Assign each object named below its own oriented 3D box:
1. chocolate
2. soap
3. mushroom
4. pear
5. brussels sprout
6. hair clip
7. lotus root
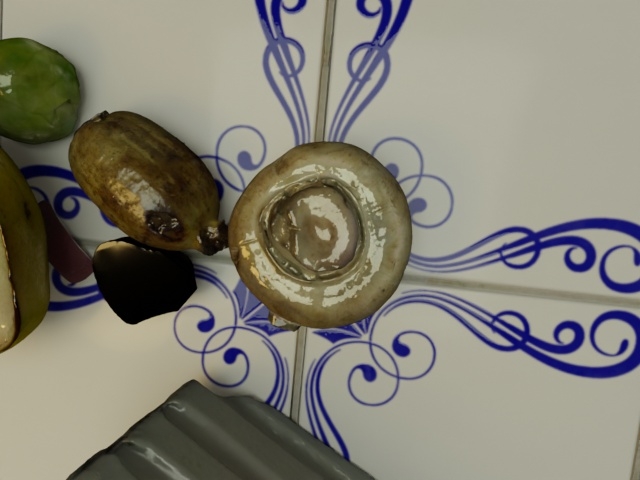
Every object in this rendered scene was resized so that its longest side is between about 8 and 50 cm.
[{"bbox_3d":[-0.246,0.055,0.772,0.149,0.080,0.125,14,109,-2],"label":"chocolate"},{"bbox_3d":[-0.097,0.403,0.671,0.435,0.350,0.213,36,106,3],"label":"soap"},{"bbox_3d":[0.000,0.000,0.688,0.255,0.184,0.254,0,91,-7],"label":"mushroom"},{"bbox_3d":[-0.523,-0.023,0.730,0.340,0.191,0.386,-28,104,17],"label":"pear"},{"bbox_3d":[-0.426,-0.210,0.740,0.149,0.122,0.151,41,98,4],"label":"brussels sprout"},{"bbox_3d":[-0.401,0.003,0.811,0.054,0.022,0.137,-36,91,6],"label":"hair clip"},{"bbox_3d":[-0.226,-0.073,0.726,0.260,0.128,0.145,42,59,0],"label":"lotus root"}]
